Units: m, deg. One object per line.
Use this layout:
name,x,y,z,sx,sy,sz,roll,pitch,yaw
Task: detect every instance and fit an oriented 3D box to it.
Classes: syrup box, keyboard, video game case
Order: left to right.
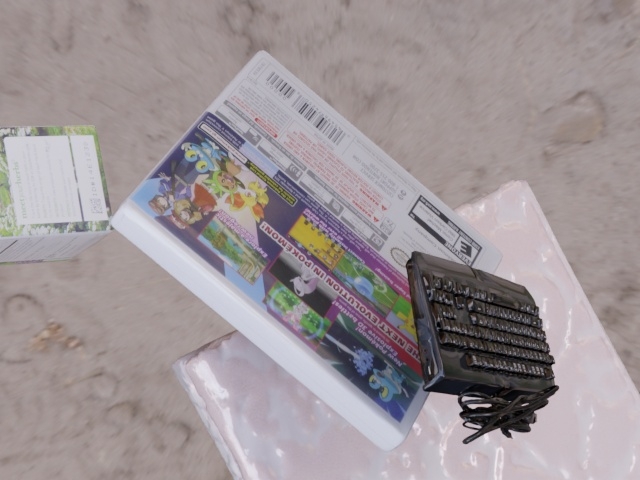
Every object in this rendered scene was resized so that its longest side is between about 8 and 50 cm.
syrup box,-0.293,-0.032,1.248,0.237,0.096,0.093,-5,77,-34
video game case,0.000,0.000,0.919,0.201,0.183,0.023,41,132,-5
keyboard,0.104,0.061,0.869,0.038,0.192,0.100,-14,78,25

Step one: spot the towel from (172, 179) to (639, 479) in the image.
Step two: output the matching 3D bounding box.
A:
towel,0.094,0.154,1.083,0.332,0.053,0.317,-27,89,-35
